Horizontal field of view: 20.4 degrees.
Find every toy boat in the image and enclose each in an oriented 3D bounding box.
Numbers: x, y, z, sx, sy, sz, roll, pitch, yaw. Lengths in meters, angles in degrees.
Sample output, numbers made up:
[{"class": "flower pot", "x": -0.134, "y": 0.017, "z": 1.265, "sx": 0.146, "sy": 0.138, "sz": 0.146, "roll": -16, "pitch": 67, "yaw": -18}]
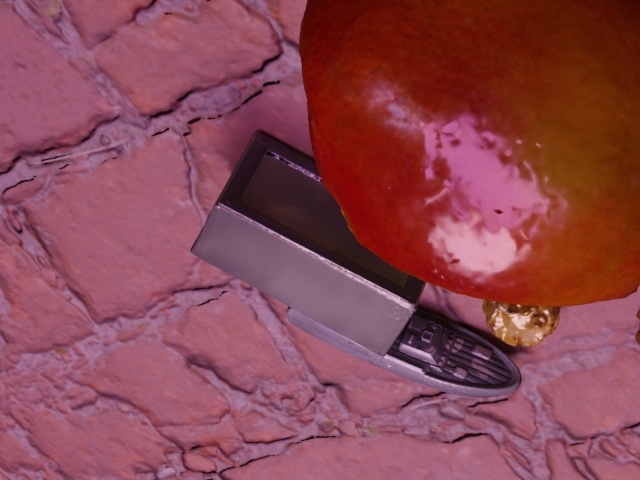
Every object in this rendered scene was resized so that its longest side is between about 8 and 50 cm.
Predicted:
[{"class": "toy boat", "x": 0.092, "y": 0.103, "z": 1.894, "sx": 0.260, "sy": 0.078, "sz": 0.085, "roll": 23, "pitch": 147, "yaw": 5}]

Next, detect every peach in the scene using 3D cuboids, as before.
[{"class": "peach", "x": 0.151, "y": -0.127, "z": 1.559, "sx": 0.380, "sy": 0.242, "sz": 0.306, "roll": 21, "pitch": 118, "yaw": 10}]

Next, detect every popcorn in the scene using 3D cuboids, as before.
[{"class": "popcorn", "x": 0.206, "y": 0.071, "z": 1.839, "sx": 0.083, "sy": 0.057, "sz": 0.082, "roll": 31, "pitch": 139, "yaw": -9}]

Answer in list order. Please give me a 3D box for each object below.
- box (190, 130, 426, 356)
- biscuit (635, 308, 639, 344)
[{"class": "box", "x": 0.000, "y": 0.000, "z": 1.811, "sx": 0.225, "sy": 0.129, "sz": 0.086, "roll": 28, "pitch": 133, "yaw": -3}, {"class": "biscuit", "x": 0.367, "y": 0.092, "z": 1.820, "sx": 0.092, "sy": 0.016, "sz": 0.082, "roll": 29, "pitch": 132, "yaw": -2}]
